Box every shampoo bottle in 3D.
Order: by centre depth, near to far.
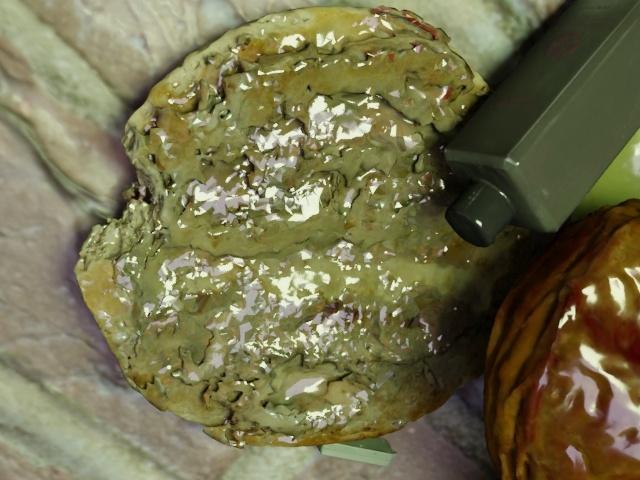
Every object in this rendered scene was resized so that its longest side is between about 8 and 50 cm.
[{"bbox_3d":[0.181,-0.096,0.697,0.246,0.080,0.079,-49,121,-16],"label":"shampoo bottle"}]

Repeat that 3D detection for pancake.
[{"bbox_3d":[0.000,0.001,0.738,0.382,0.071,0.382,-7,113,-16],"label":"pancake"}]

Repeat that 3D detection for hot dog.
[{"bbox_3d":[0.286,0.151,0.679,0.387,0.174,0.267,45,69,0],"label":"hot dog"}]

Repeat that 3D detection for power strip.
[{"bbox_3d":[0.033,0.187,0.847,0.083,0.027,0.017,17,109,-20],"label":"power strip"}]

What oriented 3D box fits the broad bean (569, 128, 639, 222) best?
[{"bbox_3d":[0.330,-0.042,0.779,0.263,0.121,0.189,12,116,-15],"label":"broad bean"}]
